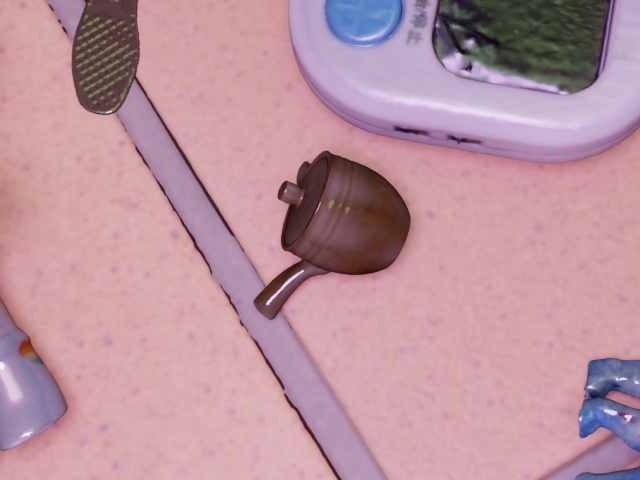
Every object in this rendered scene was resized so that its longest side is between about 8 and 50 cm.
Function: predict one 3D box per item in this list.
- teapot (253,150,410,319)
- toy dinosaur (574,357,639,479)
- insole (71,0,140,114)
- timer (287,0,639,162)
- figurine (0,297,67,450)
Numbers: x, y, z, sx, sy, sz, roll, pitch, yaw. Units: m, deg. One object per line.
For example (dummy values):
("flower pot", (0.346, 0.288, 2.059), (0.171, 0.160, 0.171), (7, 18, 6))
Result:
("teapot", (0.000, 0.000, 0.937), (0.080, 0.085, 0.110), (24, 106, -16))
("toy dinosaur", (0.199, 0.125, 0.867), (0.144, 0.076, 0.329), (-8, 65, 10))
("insole", (-0.135, -0.145, 0.996), (0.045, 0.002, 0.135), (7, 75, 3))
("timer", (0.108, -0.178, 0.956), (0.237, 0.087, 0.262), (11, 76, 4))
("figurine", (-0.296, -0.035, 0.896), (0.225, 0.205, 0.381), (-14, 95, -6))
